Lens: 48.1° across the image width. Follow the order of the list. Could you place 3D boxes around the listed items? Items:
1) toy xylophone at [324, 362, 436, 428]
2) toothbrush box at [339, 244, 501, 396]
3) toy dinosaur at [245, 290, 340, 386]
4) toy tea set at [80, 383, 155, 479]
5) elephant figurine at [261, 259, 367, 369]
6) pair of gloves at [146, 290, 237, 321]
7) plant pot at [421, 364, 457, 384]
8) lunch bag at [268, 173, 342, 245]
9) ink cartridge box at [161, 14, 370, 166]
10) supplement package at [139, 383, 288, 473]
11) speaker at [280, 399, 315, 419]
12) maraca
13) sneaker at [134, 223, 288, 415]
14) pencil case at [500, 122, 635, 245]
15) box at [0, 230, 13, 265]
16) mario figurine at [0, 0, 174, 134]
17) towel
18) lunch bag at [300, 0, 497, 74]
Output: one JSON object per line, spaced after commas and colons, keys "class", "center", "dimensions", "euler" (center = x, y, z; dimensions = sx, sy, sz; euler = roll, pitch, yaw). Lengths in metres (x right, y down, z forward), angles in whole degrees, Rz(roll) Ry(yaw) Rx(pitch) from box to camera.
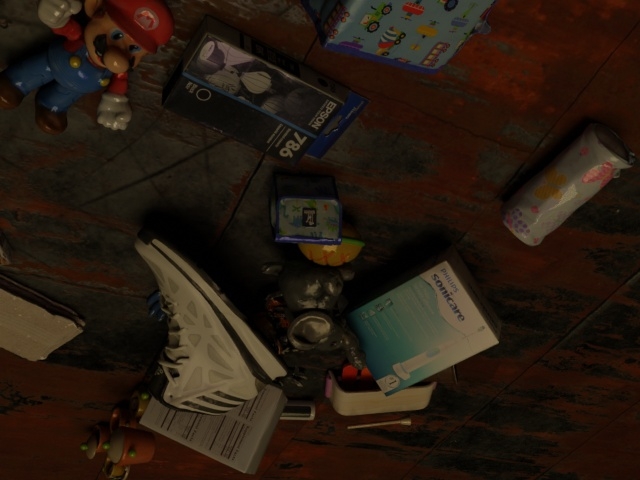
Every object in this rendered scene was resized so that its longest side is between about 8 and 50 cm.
{"class": "toy xylophone", "center": [0.166, 0.422, 1.958], "dimensions": [0.322, 0.081, 0.236], "euler": [2, 136, -12]}
{"class": "toothbrush box", "center": [0.221, 0.180, 1.603], "dimensions": [0.295, 0.126, 0.216], "euler": [-32, 95, 24]}
{"class": "toy dinosaur", "center": [-0.110, 0.207, 1.668], "dimensions": [0.321, 0.164, 0.218], "euler": [-4, 126, 22]}
{"class": "toy tea set", "center": [-0.543, 0.516, 1.862], "dimensions": [0.124, 0.200, 0.336], "euler": [14, 139, -35]}
{"class": "elephant figurine", "center": [-0.008, 0.164, 1.522], "dimensions": [0.185, 0.169, 0.240], "euler": [12, 106, 31]}
{"class": "pair of gloves", "center": [-0.288, 0.149, 1.632], "dimensions": [0.198, 0.023, 0.159], "euler": [24, 129, -30]}
{"class": "plant pot", "center": [0.246, 0.279, 1.772], "dimensions": [0.165, 0.167, 0.167], "euler": [-8, 138, 11]}
{"class": "lunch bag", "center": [-0.030, -0.052, 1.362], "dimensions": [0.128, 0.151, 0.096], "euler": [2, 137, -11]}
{"class": "ink cartridge box", "center": [-0.085, -0.233, 1.223], "dimensions": [0.332, 0.065, 0.165], "euler": [20, 130, -29]}
{"class": "supplement package", "center": [-0.239, 0.396, 1.667], "dimensions": [0.262, 0.198, 0.199], "euler": [22, 163, 9]}
{"class": "speaker", "center": [-0.086, 0.469, 1.989], "dimensions": [0.136, 0.055, 0.055], "euler": [6, 136, -15]}
{"class": "maraca", "center": [0.000, 0.000, 1.454], "dimensions": [0.185, 0.099, 0.127], "euler": [7, 170, -20]}
{"class": "sneaker", "center": [-0.282, 0.195, 1.456], "dimensions": [0.257, 0.169, 0.448], "euler": [-39, 114, -7]}
{"class": "pencil case", "center": [0.483, -0.108, 1.417], "dimensions": [0.124, 0.114, 0.273], "euler": [0, 143, -46]}
{"class": "box", "center": [-0.725, 0.012, 1.400], "dimensions": [0.206, 0.036, 0.114], "euler": [-7, 138, -2]}
{"class": "mario figurine", "center": [-0.348, -0.258, 1.061], "dimensions": [0.320, 0.170, 0.198], "euler": [-27, 179, 28]}
{"class": "towel", "center": [-0.680, 0.170, 1.570], "dimensions": [0.187, 0.049, 0.282], "euler": [-33, 132, 24]}
{"class": "lunch bag", "center": [0.158, -0.370, 1.082], "dimensions": [0.293, 0.138, 0.221], "euler": [12, 132, -34]}
